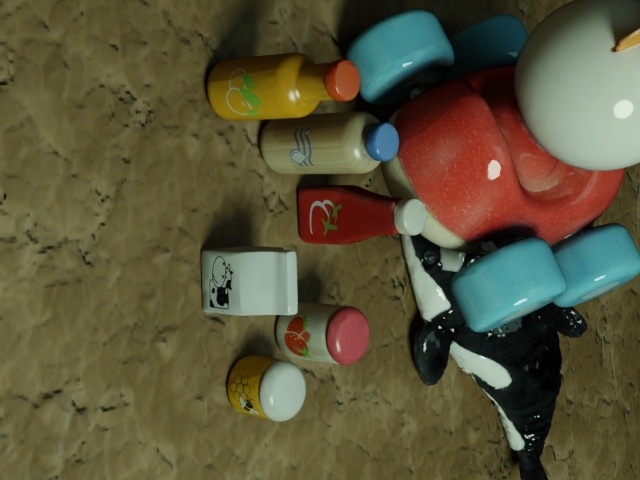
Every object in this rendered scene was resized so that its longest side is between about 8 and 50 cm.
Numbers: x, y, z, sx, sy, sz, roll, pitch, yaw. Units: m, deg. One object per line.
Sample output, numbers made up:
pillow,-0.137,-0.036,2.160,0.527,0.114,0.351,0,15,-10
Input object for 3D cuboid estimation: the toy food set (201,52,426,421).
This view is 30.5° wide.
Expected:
toy food set,0.000,0.000,0.748,0.111,0.104,0.232,-4,95,-47

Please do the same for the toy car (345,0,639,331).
toy car,0.178,-0.090,0.790,0.210,0.238,0.219,-9,71,-47

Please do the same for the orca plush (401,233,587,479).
orca plush,0.156,0.082,0.923,0.151,0.102,0.287,-32,115,-42
